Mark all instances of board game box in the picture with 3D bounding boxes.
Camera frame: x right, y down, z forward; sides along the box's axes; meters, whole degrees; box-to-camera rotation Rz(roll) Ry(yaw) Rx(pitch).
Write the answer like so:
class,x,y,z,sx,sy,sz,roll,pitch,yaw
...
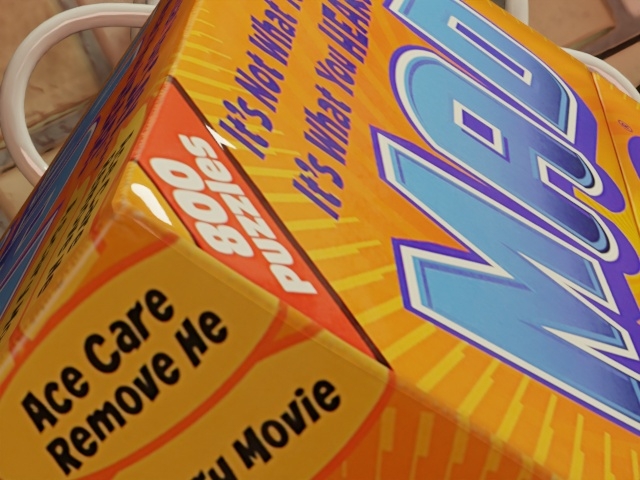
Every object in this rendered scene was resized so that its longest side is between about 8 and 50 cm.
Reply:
class,x,y,z,sx,sy,sz,roll,pitch,yaw
board game box,0.012,0.130,0.566,0.356,0.356,0.356,33,115,-12

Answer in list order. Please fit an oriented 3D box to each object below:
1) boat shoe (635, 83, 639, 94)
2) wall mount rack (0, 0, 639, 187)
class,x,y,z,sx,sy,sz,roll,pitch,yaw
boat shoe,0.259,-0.090,0.871,0.285,0.104,0.089,-43,99,-4
wall mount rack,0.000,0.000,0.787,0.350,0.130,0.304,5,80,-12
